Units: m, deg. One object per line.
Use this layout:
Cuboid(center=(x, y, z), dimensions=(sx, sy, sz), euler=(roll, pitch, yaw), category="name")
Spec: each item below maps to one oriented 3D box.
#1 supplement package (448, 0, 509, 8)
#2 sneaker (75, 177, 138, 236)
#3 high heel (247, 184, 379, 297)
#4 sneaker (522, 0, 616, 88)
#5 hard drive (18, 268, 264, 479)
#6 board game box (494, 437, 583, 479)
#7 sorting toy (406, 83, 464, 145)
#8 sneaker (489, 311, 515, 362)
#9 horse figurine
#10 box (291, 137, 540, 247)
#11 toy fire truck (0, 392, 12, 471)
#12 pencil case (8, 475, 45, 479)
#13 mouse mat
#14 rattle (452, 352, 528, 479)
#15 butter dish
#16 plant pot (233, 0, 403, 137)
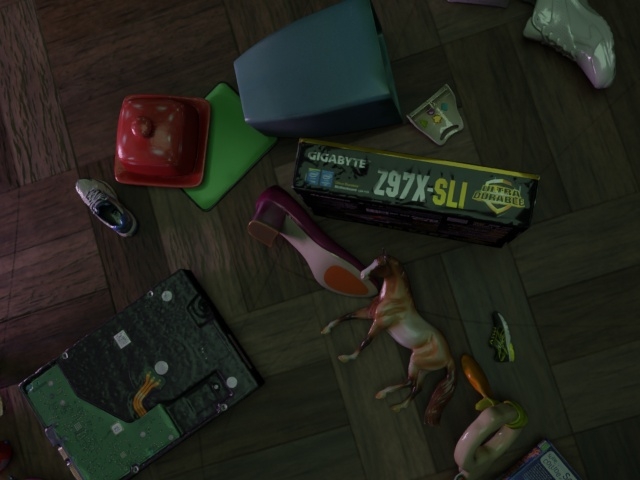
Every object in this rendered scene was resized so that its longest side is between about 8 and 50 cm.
Cuboid(center=(0.272, -0.486, 1.122), dimensions=(0.105, 0.105, 0.179), euler=(10, 86, 8), category="supplement package")
Cuboid(center=(-0.369, -0.063, 1.182), dimensions=(0.135, 0.058, 0.052), euler=(40, 90, 9), category="sneaker")
Cuboid(center=(0.000, 0.000, 1.142), dimensions=(0.244, 0.117, 0.082), euler=(27, 133, -3), category="high heel")
Cuboid(center=(0.389, -0.334, 1.113), dimensions=(0.115, 0.090, 0.232), euler=(-23, 74, 11), category="sneaker")
Cuboid(center=(-0.294, 0.237, 1.143), dimensions=(0.339, 0.064, 0.237), euler=(-36, 82, 2), category="hard drive")
Cuboid(center=(0.361, 0.423, 1.053), dimensions=(0.136, 0.035, 0.201), euler=(-40, 89, 2), category="board game box")
Cuboid(center=(0.194, -0.199, 1.139), dimensions=(0.083, 0.045, 0.075), euler=(-38, 89, 2), category="sorting toy")
Cuboid(center=(0.283, 0.155, 1.099), dimensions=(0.035, 0.031, 0.083), euler=(-15, 83, 6), category="sneaker")
Cuboid(center=(0.127, 0.162, 1.091), dimensions=(0.174, 0.066, 0.263), euler=(-43, 87, 8), category="horse figurine")
Cuboid(center=(0.134, -0.063, 1.024), dimensions=(0.321, 0.257, 0.079), euler=(10, 86, 8), category="box")
Cuboid(center=(-0.581, 0.296, 1.180), dimensions=(0.192, 0.047, 0.135), euler=(43, 89, 8), category="toy fire truck")
Cuboid(center=(-0.491, 0.505, 1.125), dimensions=(0.104, 0.104, 0.237), euler=(13, 87, 8), category="pencil case")
Cuboid(center=(-0.183, -0.163, 1.196), dimensions=(0.189, 0.007, 0.152), euler=(-45, 82, 2), category="mouse mat")
Cuboid(center=(0.217, 0.304, 1.081), dimensions=(0.142, 0.130, 0.200), euler=(38, 121, 25), category="rattle")
Cuboid(center=(-0.276, -0.175, 1.145), dimensions=(0.160, 0.118, 0.160), euler=(5, 85, 8), category="butter dish")
Cuboid(center=(-0.007, -0.257, 1.110), dimensions=(0.234, 0.165, 0.166), euler=(-12, 83, 12), category="plant pot")
